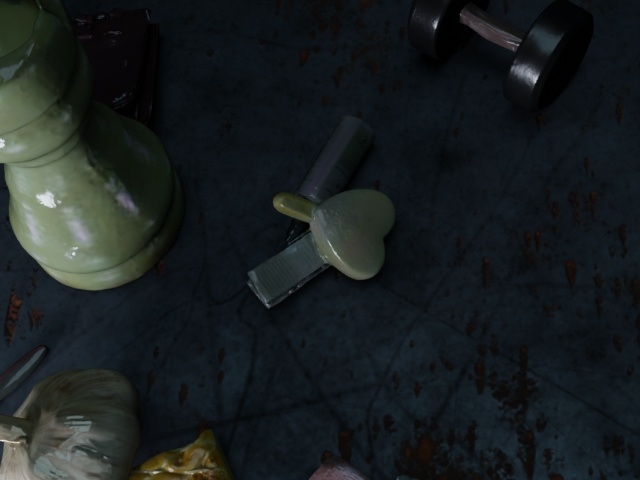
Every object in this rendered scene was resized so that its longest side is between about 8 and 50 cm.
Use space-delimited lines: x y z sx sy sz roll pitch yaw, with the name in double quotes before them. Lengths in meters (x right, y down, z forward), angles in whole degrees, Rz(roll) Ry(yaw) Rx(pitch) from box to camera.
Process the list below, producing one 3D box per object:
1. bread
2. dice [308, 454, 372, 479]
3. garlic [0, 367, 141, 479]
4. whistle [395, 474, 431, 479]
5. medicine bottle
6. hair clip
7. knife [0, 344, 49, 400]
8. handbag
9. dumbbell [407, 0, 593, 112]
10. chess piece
"bread" -0.149 0.336 1.053 0.125 0.068 0.188 -25 66 -4
"dice" 0.024 0.310 1.030 0.094 0.091 0.093 35 75 21
"garlic" -0.334 0.216 1.036 0.199 0.226 0.199 -34 39 34
"whistle" 0.178 0.324 0.974 0.223 0.123 0.123 30 73 3
"medicine bottle" 0.005 -0.078 1.222 0.057 0.057 0.199 26 71 17
"hair clip" -0.001 -0.003 1.171 0.218 0.071 0.159 -34 97 -12
"knife" -0.447 0.230 1.170 0.035 0.018 0.247 40 79 18
"handbag" -0.347 -0.248 1.326 0.203 0.074 0.216 -6 57 8
"dumbbell" 0.246 -0.290 1.232 0.218 0.152 0.152 34 75 20
"chess piece" -0.321 -0.119 1.073 0.234 0.442 0.234 -2 66 5
